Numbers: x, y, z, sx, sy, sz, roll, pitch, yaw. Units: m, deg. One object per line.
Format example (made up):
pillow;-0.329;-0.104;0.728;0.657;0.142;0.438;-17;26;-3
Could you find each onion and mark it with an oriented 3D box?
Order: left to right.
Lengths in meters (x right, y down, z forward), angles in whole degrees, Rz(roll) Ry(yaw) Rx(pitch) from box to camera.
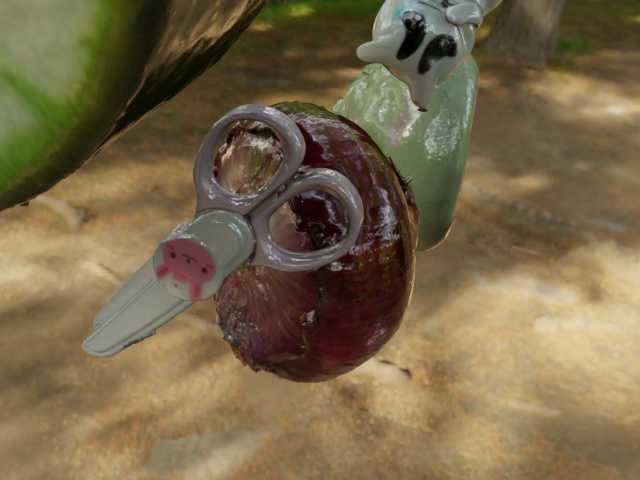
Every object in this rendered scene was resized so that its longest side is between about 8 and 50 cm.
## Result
onion;-0.010;0.004;0.847;0.161;0.248;0.248;15;19;-24

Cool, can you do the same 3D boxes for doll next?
doll;0.122;-0.242;1.073;0.110;0.107;0.180;33;61;-9

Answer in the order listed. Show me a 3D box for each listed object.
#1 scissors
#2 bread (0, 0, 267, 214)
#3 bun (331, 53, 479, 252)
scissors;-0.085;0.011;0.698;0.118;0.242;0.030;47;29;-11
bread;-0.182;-0.186;0.391;0.366;0.381;0.129;23;40;14
bun;0.097;-0.125;1.307;0.179;0.283;0.283;8;22;2
